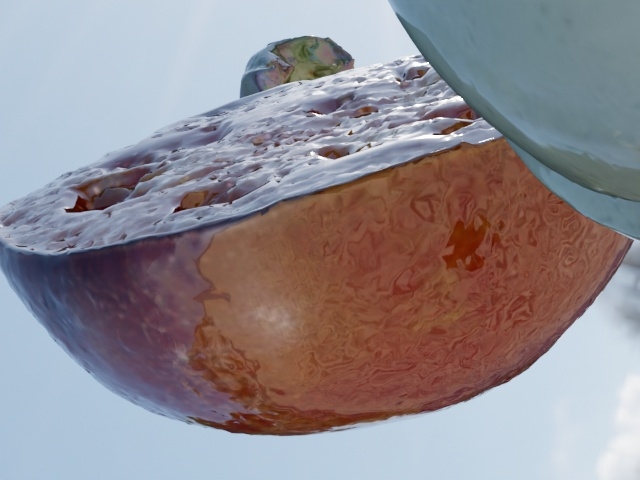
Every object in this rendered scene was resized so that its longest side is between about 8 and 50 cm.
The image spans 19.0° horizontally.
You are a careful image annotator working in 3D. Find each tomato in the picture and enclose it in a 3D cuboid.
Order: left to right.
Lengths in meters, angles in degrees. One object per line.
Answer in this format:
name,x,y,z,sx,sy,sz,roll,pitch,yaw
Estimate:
tomato,0.008,0.009,0.910,0.338,0.338,0.143,-34,-70,-58

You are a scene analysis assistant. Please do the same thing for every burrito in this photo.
burrito,-0.008,-0.048,1.509,0.144,0.089,0.229,-41,-55,-45

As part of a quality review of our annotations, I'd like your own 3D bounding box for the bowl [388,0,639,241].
bowl,0.118,-0.149,0.520,0.163,0.307,0.307,17,-93,-34
